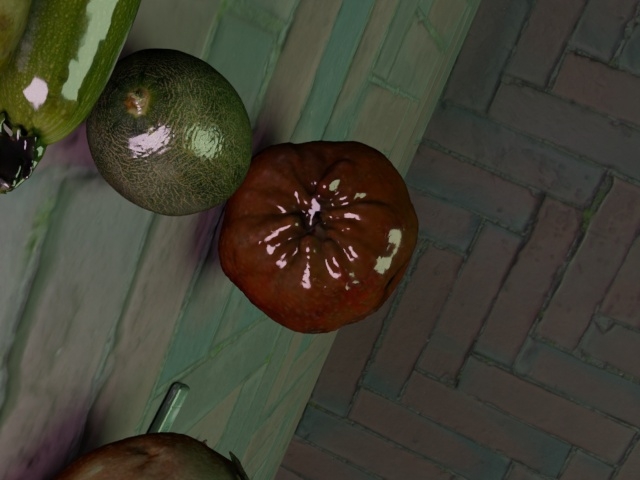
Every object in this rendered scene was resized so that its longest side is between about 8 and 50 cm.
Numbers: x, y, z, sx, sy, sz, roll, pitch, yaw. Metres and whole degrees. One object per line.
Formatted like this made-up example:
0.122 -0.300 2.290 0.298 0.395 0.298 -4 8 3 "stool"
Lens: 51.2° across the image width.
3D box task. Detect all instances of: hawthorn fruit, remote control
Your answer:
-0.004 -0.006 0.839 0.258 0.258 0.262 -63 -162 -12 "hawthorn fruit"
-0.224 0.262 0.951 0.124 0.018 0.053 -64 168 -8 "remote control"

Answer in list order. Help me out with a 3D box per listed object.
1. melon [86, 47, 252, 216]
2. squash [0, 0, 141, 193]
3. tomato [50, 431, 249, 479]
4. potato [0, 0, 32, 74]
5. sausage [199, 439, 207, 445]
-0.107 -0.077 0.487 0.114 0.114 0.167 -64 170 -7 "melon"
-0.114 -0.174 0.335 0.080 0.071 0.318 -63 177 -76 "squash"
-0.167 0.333 0.645 0.303 0.304 0.239 -51 167 -53 "tomato"
-0.162 -0.100 0.272 0.091 0.070 0.137 -61 174 -73 "potato"
-0.259 0.442 1.164 0.223 0.029 0.029 -57 167 -37 "sausage"
